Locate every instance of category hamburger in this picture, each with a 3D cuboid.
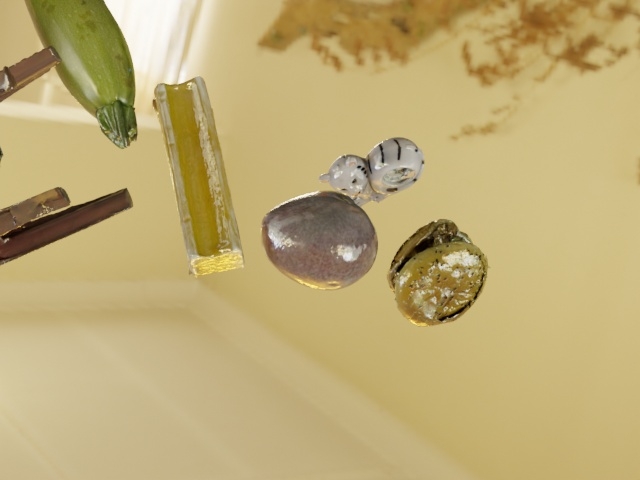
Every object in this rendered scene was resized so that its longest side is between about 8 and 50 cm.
[{"bbox_3d":[0.207,0.059,2.067,0.186,0.177,0.113,-3,-155,-14],"label":"hamburger"}]

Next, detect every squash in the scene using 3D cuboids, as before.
[{"bbox_3d":[-0.261,-0.224,1.339,0.095,0.094,0.341,3,-139,-34],"label":"squash"}]

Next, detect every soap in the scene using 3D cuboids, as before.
[{"bbox_3d":[-0.151,-0.070,1.515,0.073,0.232,0.140,-12,163,-4],"label":"soap"}]

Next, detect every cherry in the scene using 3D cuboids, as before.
[{"bbox_3d":[0.000,0.002,1.795,0.176,0.140,0.176,1,-151,-1],"label":"cherry"}]

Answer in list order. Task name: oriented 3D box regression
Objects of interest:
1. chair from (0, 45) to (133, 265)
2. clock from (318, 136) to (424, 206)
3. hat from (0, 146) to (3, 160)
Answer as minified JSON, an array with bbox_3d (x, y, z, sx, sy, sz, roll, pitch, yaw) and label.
[{"bbox_3d":[-0.360,-0.025,1.067,0.327,0.175,0.183,-24,-175,7],"label":"chair"},{"bbox_3d":[0.094,-0.128,2.161,0.117,0.176,0.080,25,-135,-50],"label":"clock"},{"bbox_3d":[-0.517,-0.109,1.791,0.078,0.191,0.138,43,-150,-31],"label":"hat"}]
